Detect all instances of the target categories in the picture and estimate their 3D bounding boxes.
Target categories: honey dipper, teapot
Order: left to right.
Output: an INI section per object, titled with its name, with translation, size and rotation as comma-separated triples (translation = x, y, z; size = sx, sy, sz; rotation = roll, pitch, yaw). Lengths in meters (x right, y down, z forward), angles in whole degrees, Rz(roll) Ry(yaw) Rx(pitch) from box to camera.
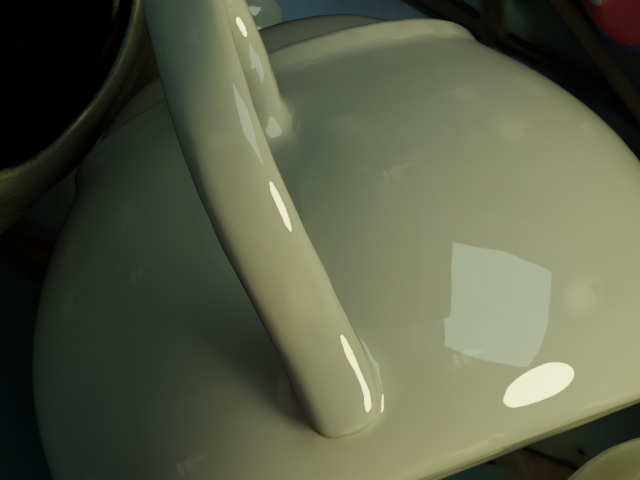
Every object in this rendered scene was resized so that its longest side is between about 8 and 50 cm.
[teapot]
translation = 0.000, 0.000, 0.671
size = 0.252, 0.256, 0.187
rotation = -14, 80, -39
[honey dipper]
translation = 0.143, -0.101, 0.994
size = 0.160, 0.030, 0.030
rotation = 51, 46, -16

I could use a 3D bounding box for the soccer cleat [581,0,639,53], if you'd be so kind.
[soccer cleat]
translation = 0.172, -0.188, 1.005
size = 0.095, 0.083, 0.248
rotation = 40, 34, -44

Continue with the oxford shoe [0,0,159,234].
[oxford shoe]
translation = -0.089, -0.099, 0.709
size = 0.123, 0.130, 0.348
rotation = 43, 48, -19

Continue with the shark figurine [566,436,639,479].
[shark figurine]
translation = 0.150, 0.141, 0.742
size = 0.166, 0.278, 0.116
rotation = 75, 2, -60
